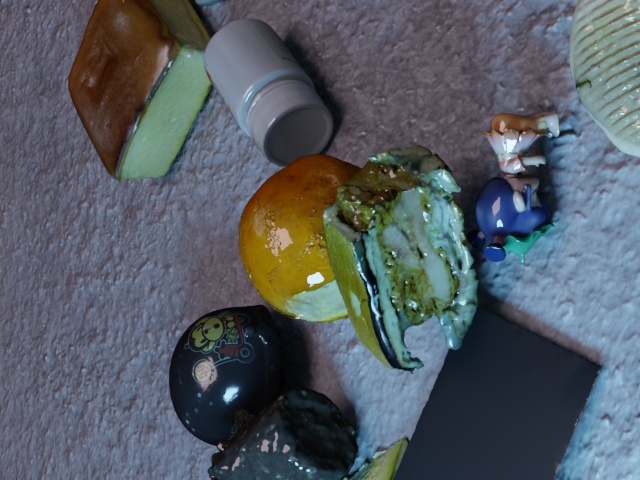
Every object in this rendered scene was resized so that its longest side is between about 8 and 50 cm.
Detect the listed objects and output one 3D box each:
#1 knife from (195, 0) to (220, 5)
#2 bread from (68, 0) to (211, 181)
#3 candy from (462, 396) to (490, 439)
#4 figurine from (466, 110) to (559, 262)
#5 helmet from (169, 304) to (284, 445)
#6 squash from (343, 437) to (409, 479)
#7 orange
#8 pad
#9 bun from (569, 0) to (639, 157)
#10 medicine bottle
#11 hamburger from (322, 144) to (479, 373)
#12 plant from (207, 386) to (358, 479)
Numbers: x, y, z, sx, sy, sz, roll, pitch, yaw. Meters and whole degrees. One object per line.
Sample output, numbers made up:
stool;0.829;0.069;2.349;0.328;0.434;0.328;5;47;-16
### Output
knife;-0.182;-0.461;2.331;0.162;0.023;0.044;-2;80;54
bread;-0.348;-0.328;2.444;0.324;0.143;0.333;-61;42;30
candy;0.197;0.252;1.703;0.122;0.038;0.062;-31;61;48
figurine;0.245;-0.070;1.629;0.111;0.102;0.195;-150;62;-87
helmet;-0.169;0.229;2.080;0.231;0.160;0.279;-106;32;-41
squash;0.031;0.421;1.820;0.237;0.155;0.204;-48;51;41
orange;0.000;0.000;1.843;0.240;0.240;0.240;-10;78;53
pad;0.200;0.285;1.634;0.247;0.007;0.368;26;94;50
bun;0.389;-0.204;1.429;0.210;0.116;0.237;-42;70;48
medicine bottle;-0.086;-0.241;2.068;0.145;0.144;0.252;-63;39;27
hamburger;0.099;0.009;1.666;0.192;0.167;0.288;-129;21;-60
plant;-0.083;0.364;1.945;0.181;0.194;0.321;47;125;4
